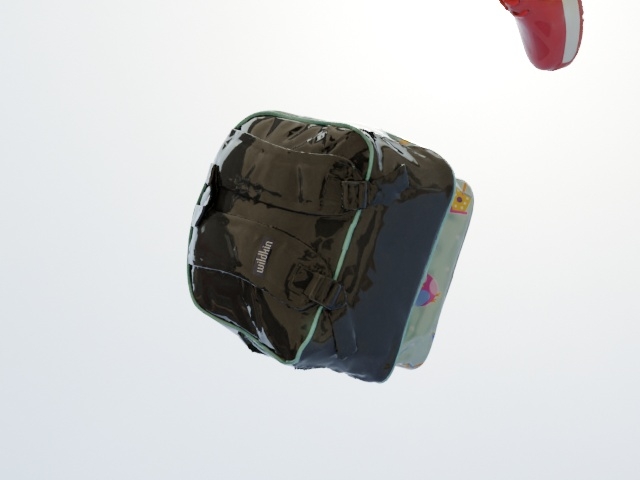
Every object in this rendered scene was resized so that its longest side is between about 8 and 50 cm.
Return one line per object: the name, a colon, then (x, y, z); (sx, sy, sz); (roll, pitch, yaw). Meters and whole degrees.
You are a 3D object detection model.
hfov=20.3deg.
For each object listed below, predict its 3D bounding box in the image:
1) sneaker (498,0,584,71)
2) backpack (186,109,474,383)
sneaker: (0.130, -0.220, 1.438); (0.128, 0.221, 0.087); (-27, -153, -18)
backpack: (0.000, 0.000, 1.187); (0.188, 0.144, 0.166); (18, -87, 48)
